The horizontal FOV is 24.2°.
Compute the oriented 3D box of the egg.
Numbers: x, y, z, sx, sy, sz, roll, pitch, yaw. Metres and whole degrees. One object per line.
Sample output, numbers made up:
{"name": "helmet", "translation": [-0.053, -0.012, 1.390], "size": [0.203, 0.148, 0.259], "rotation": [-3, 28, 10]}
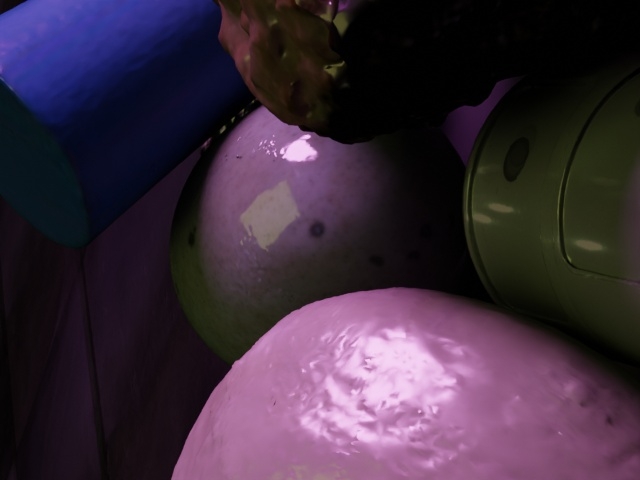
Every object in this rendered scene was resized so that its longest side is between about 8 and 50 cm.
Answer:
{"name": "egg", "translation": [0.000, 0.000, 0.863], "size": [0.236, 0.169, 0.169], "rotation": [150, 120, -65]}

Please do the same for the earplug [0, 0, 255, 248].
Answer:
{"name": "earplug", "translation": [-0.076, -0.126, 0.872], "size": [0.132, 0.273, 0.132], "rotation": [37, 151, 25]}

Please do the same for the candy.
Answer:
{"name": "candy", "translation": [0.053, 0.156, 0.593], "size": [0.295, 0.185, 0.295], "rotation": [20, 124, 31]}

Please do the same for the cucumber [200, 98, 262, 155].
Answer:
{"name": "cucumber", "translation": [-0.010, -0.184, 1.011], "size": [0.096, 0.096, 0.359], "rotation": [-121, 39, -55]}

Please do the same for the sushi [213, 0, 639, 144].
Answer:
{"name": "sushi", "translation": [0.017, -0.159, 0.653], "size": [0.350, 0.171, 0.211], "rotation": [-116, 9, -70]}

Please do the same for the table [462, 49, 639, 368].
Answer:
{"name": "table", "translation": [0.154, -0.007, 0.532], "size": [0.220, 0.126, 0.126], "rotation": [-165, 78, -67]}
